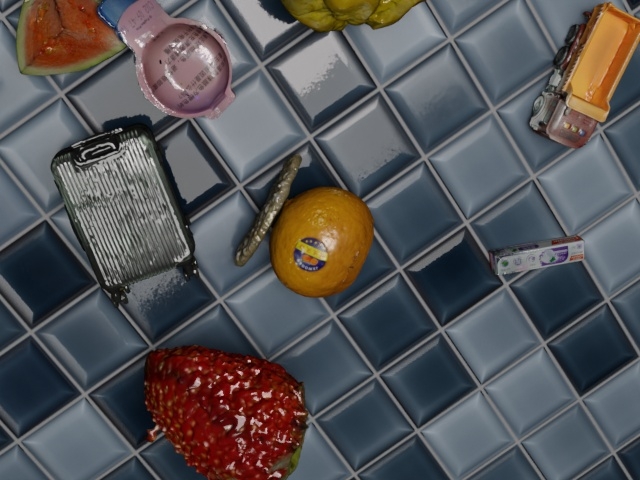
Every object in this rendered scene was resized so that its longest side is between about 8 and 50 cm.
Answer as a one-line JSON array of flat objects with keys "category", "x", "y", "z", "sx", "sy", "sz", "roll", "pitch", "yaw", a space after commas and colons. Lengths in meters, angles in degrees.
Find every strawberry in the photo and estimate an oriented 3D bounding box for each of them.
[{"category": "strawberry", "x": -0.193, "y": 0.350, "z": 1.704, "sx": 0.344, "sy": 0.292, "sz": 0.292, "roll": 16, "pitch": 102, "yaw": 5}]

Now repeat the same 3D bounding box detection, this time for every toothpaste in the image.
[{"category": "toothpaste", "x": 0.451, "y": 0.031, "z": 1.823, "sx": 0.196, "sy": 0.040, "sz": 0.047, "roll": -10, "pitch": 110, "yaw": -6}]

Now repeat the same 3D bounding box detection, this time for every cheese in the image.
[{"category": "cheese", "x": -0.270, "y": -0.338, "z": 1.574, "sx": 0.286, "sy": 0.074, "sz": 0.189, "roll": 43, "pitch": 71, "yaw": -20}]

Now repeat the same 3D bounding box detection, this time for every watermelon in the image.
[{"category": "watermelon", "x": -0.461, "y": -0.366, "z": 1.548, "sx": 0.145, "sy": 0.137, "sz": 0.193, "roll": -34, "pitch": 111, "yaw": 33}]

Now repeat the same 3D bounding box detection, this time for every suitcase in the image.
[{"category": "suitcase", "x": -0.358, "y": -0.052, "z": 1.623, "sx": 0.202, "sy": 0.128, "sz": 0.312, "roll": -21, "pitch": 107, "yaw": -3}]

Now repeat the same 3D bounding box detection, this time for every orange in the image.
[{"category": "orange", "x": 0.001, "y": 0.003, "z": 1.653, "sx": 0.193, "sy": 0.219, "sz": 0.219, "roll": 26, "pitch": 100, "yaw": 15}]

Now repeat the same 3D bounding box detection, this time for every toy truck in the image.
[{"category": "toy truck", "x": 0.515, "y": -0.315, "z": 1.693, "sx": 0.114, "sy": 0.135, "sz": 0.270, "roll": 21, "pitch": 100, "yaw": -14}]

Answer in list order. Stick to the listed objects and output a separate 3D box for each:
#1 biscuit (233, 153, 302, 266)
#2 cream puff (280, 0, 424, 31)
[{"category": "biscuit", "x": -0.101, "y": -0.050, "z": 1.663, "sx": 0.032, "sy": 0.133, "sz": 0.250, "roll": 29, "pitch": 99, "yaw": -9}, {"category": "cream puff", "x": 0.091, "y": -0.474, "z": 1.479, "sx": 0.257, "sy": 0.324, "sz": 0.291, "roll": 21, "pitch": 75, "yaw": -15}]
